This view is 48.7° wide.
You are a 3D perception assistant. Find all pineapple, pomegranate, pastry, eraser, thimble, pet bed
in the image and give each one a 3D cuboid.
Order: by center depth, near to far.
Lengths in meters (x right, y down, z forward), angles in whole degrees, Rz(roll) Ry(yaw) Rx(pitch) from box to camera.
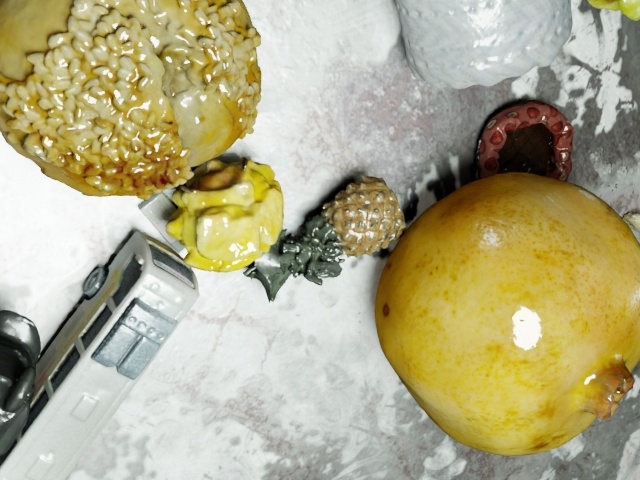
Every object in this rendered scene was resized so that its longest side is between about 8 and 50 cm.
[{"bbox_3d":[-0.205,-0.185,0.783,0.316,0.184,0.284,-24,116,-19],"label":"pastry"},{"bbox_3d":[-0.201,-0.025,0.937,0.038,0.019,0.083,-43,121,-11],"label":"eraser"},{"bbox_3d":[0.221,-0.317,0.954,0.246,0.217,0.157,-36,129,-26],"label":"thimble"},{"bbox_3d":[0.000,0.000,1.011,0.237,0.119,0.111,-31,163,-11],"label":"pineapple"},{"bbox_3d":[0.290,0.114,1.038,0.417,0.417,0.416,-9,111,-25],"label":"pomegranate"},{"bbox_3d":[0.341,-0.137,1.173,0.201,0.053,0.201,-13,117,-27],"label":"pet bed"}]

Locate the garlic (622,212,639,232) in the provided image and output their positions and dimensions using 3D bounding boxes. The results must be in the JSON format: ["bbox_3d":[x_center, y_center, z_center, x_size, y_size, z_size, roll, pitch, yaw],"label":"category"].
[{"bbox_3d":[0.637,0.063,1.334,0.245,0.245,0.253,-9,78,-25],"label":"garlic"}]

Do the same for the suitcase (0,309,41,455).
[{"bbox_3d":[-0.508,0.182,0.729,0.345,0.188,0.339,32,92,-25],"label":"suitcase"}]

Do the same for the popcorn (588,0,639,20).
[{"bbox_3d":[0.546,-0.438,1.063,0.235,0.250,0.241,9,104,-38],"label":"popcorn"}]

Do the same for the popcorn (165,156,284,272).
[{"bbox_3d":[-0.119,-0.032,0.901,0.149,0.167,0.152,-9,134,13],"label":"popcorn"}]

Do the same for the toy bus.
[{"bbox_3d":[-0.288,0.154,0.883,0.097,0.138,0.342,37,89,-30],"label":"toy bus"}]
